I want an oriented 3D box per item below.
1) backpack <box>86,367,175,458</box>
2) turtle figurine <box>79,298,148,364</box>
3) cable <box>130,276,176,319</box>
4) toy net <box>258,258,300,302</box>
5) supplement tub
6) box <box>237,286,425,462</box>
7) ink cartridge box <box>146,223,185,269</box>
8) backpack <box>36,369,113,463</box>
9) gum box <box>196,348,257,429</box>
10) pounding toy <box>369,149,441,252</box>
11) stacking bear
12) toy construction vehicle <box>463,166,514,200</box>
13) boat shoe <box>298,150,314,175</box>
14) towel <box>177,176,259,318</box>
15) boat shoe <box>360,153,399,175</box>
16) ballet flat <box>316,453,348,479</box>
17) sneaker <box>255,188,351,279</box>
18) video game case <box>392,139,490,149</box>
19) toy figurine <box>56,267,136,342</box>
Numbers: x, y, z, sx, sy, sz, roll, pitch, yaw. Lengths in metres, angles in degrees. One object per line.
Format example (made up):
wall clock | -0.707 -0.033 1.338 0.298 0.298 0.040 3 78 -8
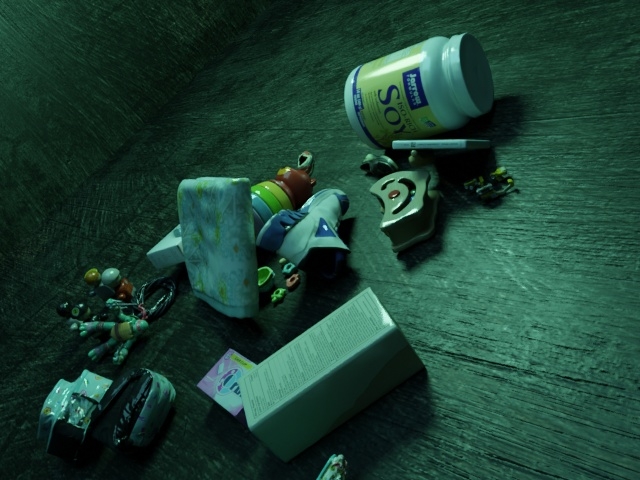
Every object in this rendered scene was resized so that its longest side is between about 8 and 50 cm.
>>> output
backpack | -0.411 0.377 1.383 0.152 0.115 0.182 12 68 34
turtle figurine | -0.555 0.255 1.713 0.234 0.118 0.175 -20 75 29
cable | -0.491 0.160 1.835 0.150 0.047 0.184 -31 30 9
toy net | -0.073 0.051 1.558 0.232 0.045 0.122 -48 32 -19
supplement tub | 0.257 -0.386 1.626 0.331 0.241 0.241 -11 39 37
box | 0.014 0.243 1.134 0.311 0.121 0.148 -35 30 3
ink cartridge box | -0.339 -0.037 1.873 0.261 0.066 0.296 -14 24 34
backpack | -0.577 0.405 1.475 0.166 0.144 0.188 -64 -1 40
gum box | -0.169 0.306 1.292 0.107 0.062 0.188 -48 33 -19
pounding toy | 0.176 -0.115 1.423 0.154 0.155 0.269 -15 35 28
stacking bear | -0.141 -0.102 1.732 0.289 0.164 0.175 -39 21 -25
toy construction vehicle | 0.369 -0.119 1.359 0.098 0.035 0.086 -25 21 14
boat shoe | -0.049 -0.249 1.945 0.049 0.043 0.137 -27 30 19
towel | -0.258 0.005 1.536 0.090 0.320 0.374 -11 11 -29
boat shoe | 0.156 -0.196 1.660 0.049 0.056 0.152 -47 22 -8
ballet flat | -0.010 0.447 0.942 0.077 0.091 0.241 27 68 24
sneaker | -0.001 0.000 1.480 0.315 0.182 0.127 -32 -20 -55
video game case | 0.285 -0.224 1.448 0.173 0.022 0.190 4 10 31
toy figurine | -0.683 0.188 1.892 0.209 0.148 0.213 2 48 47
